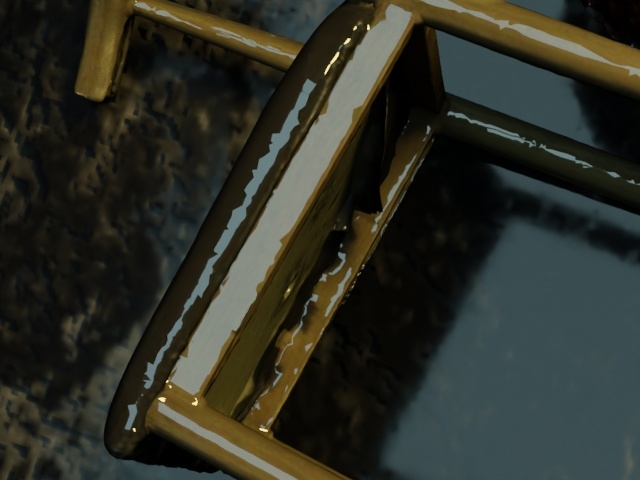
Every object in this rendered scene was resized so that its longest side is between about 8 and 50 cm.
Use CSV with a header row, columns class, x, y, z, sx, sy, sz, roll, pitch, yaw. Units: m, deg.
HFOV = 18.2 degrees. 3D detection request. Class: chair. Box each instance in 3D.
class,x,y,z,sx,sy,sz,roll,pitch,yaw
chair,0.000,0.000,0.612,0.272,0.188,0.166,27,86,10

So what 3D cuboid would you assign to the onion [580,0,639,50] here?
class,x,y,z,sx,sy,sz,roll,pitch,yaw
onion,0.178,-0.129,0.592,0.246,0.190,0.246,4,62,-8
